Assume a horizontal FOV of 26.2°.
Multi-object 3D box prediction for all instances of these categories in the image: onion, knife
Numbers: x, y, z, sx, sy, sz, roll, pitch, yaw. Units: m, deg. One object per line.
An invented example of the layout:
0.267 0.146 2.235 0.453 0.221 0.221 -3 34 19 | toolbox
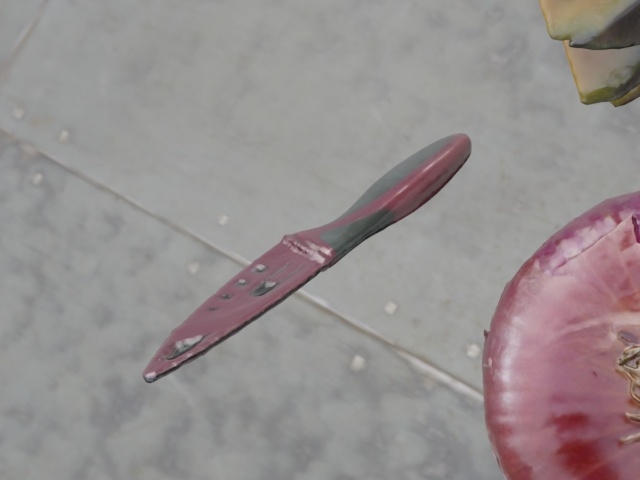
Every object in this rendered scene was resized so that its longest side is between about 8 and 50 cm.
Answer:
0.308 0.117 1.160 0.347 0.285 0.348 0 93 4 | onion
0.000 0.000 0.618 0.035 0.018 0.247 11 31 36 | knife

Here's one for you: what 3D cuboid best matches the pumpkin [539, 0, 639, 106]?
0.148 -0.153 0.538 0.149 0.254 0.131 -17 58 18 | pumpkin
